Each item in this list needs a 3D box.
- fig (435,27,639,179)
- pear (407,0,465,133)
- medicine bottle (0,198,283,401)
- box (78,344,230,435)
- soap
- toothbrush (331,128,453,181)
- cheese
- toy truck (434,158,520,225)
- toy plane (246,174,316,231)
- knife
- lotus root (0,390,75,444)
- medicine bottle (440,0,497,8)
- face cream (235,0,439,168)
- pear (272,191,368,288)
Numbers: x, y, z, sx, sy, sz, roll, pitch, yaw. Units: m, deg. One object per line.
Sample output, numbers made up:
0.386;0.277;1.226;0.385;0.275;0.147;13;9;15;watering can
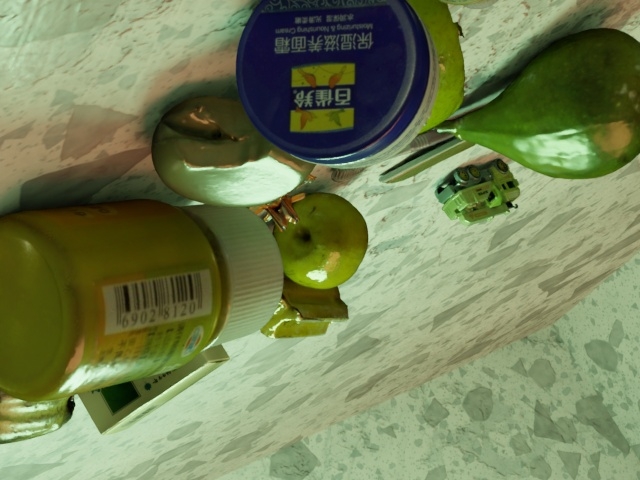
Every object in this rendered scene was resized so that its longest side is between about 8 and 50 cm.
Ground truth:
0.363;-0.214;2.058;0.314;0.233;0.233;11;-172;32;fig
0.047;-0.185;1.631;0.239;0.139;0.288;-18;163;-6;pear
-0.235;0.059;1.673;0.224;0.224;0.384;-42;161;34;medicine bottle
-0.272;0.166;2.026;0.212;0.168;0.095;-35;167;14;box
-0.064;0.073;2.134;0.080;0.160;0.257;-35;163;21;soap
0.168;-0.160;2.089;0.354;0.024;0.029;-23;164;-24;toothbrush
-0.109;-0.103;1.575;0.202;0.091;0.175;11;154;-40;cheese
0.287;-0.078;2.412;0.169;0.100;0.077;-14;159;-44;toy truck
-0.082;-0.068;1.880;0.135;0.062;0.188;-34;150;11;toy plane
0.247;-0.170;2.193;0.343;0.027;0.061;-26;168;-4;knife
-0.460;0.216;1.899;0.154;0.154;0.278;-41;160;33;lotus root
0.152;-0.309;1.433;0.122;0.122;0.212;-33;164;9;medicine bottle
0.022;-0.180;1.435;0.206;0.206;0.111;-34;164;13;face cream
0.000;0.000;2.057;0.149;0.149;0.162;-35;167;14;pear
